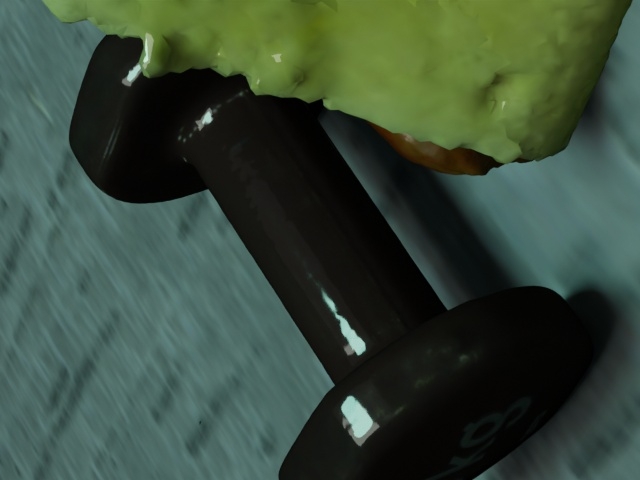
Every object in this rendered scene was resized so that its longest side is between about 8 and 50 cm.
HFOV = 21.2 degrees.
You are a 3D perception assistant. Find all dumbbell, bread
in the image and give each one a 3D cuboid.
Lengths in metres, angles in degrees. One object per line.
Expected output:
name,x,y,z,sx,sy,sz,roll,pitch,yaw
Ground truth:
dumbbell,0.000,0.000,0.709,0.225,0.124,0.140,56,144,23
bread,0.035,-0.138,0.487,0.178,0.266,0.142,-28,124,28

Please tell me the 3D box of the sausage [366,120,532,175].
sausage,-0.004,-0.146,0.672,0.300,0.089,0.083,54,133,25
